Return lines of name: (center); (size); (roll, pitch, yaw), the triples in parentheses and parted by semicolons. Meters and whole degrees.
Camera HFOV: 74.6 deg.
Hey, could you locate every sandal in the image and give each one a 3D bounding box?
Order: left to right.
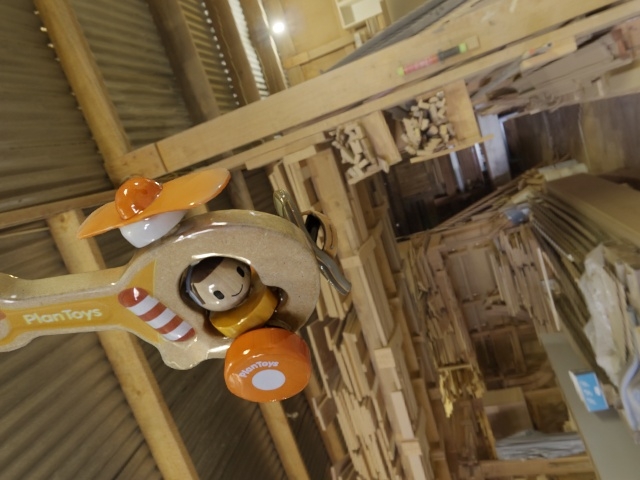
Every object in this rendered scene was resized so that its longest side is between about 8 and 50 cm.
sandal: (0.000, 0.000, 0.614); (0.219, 0.060, 0.090); (53, 176, -36)

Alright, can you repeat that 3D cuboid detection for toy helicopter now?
toy helicopter: (-0.177, 0.042, 0.395); (0.140, 0.355, 0.235); (-100, 5, -51)
